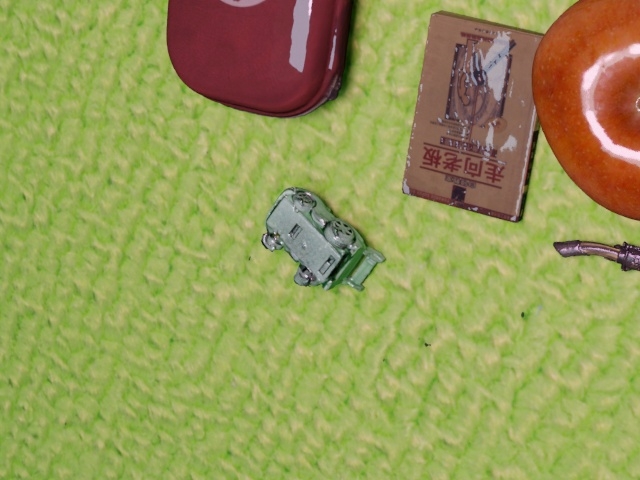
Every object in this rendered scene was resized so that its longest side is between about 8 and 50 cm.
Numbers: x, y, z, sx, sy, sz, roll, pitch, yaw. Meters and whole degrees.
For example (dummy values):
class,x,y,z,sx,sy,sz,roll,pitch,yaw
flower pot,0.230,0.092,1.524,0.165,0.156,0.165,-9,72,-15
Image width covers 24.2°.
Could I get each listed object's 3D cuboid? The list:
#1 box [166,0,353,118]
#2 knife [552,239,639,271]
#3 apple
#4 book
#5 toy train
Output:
class,x,y,z,sx,sy,sz,roll,pitch,yaw
box,-0.070,-0.357,1.871,0.263,0.108,0.404,15,107,27
knife,0.379,0.024,1.743,0.222,0.021,0.046,4,104,25
apple,0.359,-0.148,1.612,0.251,0.206,0.272,-19,90,29
book,0.188,-0.151,1.814,0.161,0.026,0.231,17,109,26
toy train,0.000,0.000,1.932,0.149,0.081,0.099,46,119,20
